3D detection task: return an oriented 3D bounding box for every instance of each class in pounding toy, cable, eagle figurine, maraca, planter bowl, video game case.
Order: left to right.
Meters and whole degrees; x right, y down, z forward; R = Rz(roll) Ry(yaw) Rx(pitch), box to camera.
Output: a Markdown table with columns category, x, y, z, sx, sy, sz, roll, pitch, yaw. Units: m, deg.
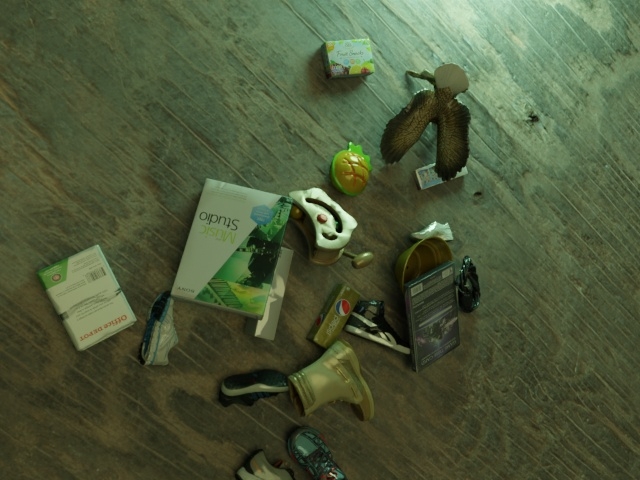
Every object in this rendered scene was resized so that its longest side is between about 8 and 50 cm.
| category | x | y | z | sx | sy | sz | roll | pitch | yaw |
| --- | --- | --- | --- | --- | --- | --- | --- | --- | --- |
| pounding toy | 0.000 | 0.000 | 1.776 | 0.269 | 0.155 | 0.154 | 44 | 51 | 17 |
| maraca | 0.089 | -0.200 | 1.859 | 0.127 | 0.099 | 0.185 | 51 | 45 | -18 |
| planter bowl | 0.279 | 0.086 | 1.907 | 0.217 | 0.090 | 0.217 | -12 | 109 | -38 |
| video game case | 0.324 | 0.218 | 1.902 | 0.196 | 0.026 | 0.274 | -24 | 116 | -35 |
| eagle figurine | 0.331 | -0.346 | 1.920 | 0.225 | 0.226 | 0.298 | 35 | 68 | -38 |
| cable | 0.440 | 0.133 | 1.983 | 0.184 | 0.047 | 0.150 | 51 | 41 | -49 |

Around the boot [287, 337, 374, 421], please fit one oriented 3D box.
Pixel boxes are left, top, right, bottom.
| category | x | y | z | sx | sy | sz | roll | pitch | yaw |
| --- | --- | --- | --- | --- | --- | --- | --- | --- | --- |
| boot | 0.029 | 0.418 | 1.773 | 0.203 | 0.095 | 0.262 | -31 | 118 | -24 |

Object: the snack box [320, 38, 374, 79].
| category | x | y | z | sx | sy | sz | roll | pitch | yaw |
| --- | --- | --- | --- | --- | --- | --- | --- | --- | --- |
| snack box | 0.079 | -0.521 | 1.901 | 0.141 | 0.037 | 0.100 | -12 | 90 | -23 |

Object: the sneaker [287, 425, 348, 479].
| category | x | y | z | sx | sy | sz | roll | pitch | yaw |
| --- | --- | --- | --- | --- | --- | --- | --- | --- | --- |
| sneaker | 0.015 | 0.604 | 1.761 | 0.104 | 0.125 | 0.262 | -39 | 102 | -21 |

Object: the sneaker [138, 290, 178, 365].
| category | x | y | z | sx | sy | sz | roll | pitch | yaw |
| --- | --- | --- | --- | --- | --- | --- | --- | --- | --- |
| sneaker | -0.389 | 0.221 | 1.653 | 0.083 | 0.071 | 0.190 | 21 | 79 | -39 |

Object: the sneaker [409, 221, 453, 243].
| category | x | y | z | sx | sy | sz | roll | pitch | yaw |
| --- | --- | --- | --- | --- | --- | --- | --- | --- | --- |
| sneaker | 0.326 | -0.022 | 1.974 | 0.152 | 0.054 | 0.061 | -2 | 79 | -29 |

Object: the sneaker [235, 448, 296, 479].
| category | x | y | z | sx | sy | sz | roll | pitch | yaw |
| --- | --- | --- | --- | --- | --- | --- | --- | --- | --- |
| sneaker | -0.090 | 0.649 | 1.731 | 0.271 | 0.100 | 0.108 | 41 | 68 | -16 |

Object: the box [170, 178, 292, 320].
| category | x | y | z | sx | sy | sz | roll | pitch | yaw |
| --- | --- | --- | --- | --- | --- | --- | --- | --- | --- |
| box | -0.218 | 0.019 | 1.664 | 0.232 | 0.058 | 0.322 | 13 | 72 | 0 |

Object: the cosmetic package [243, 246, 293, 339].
| category | x | y | z | sx | sy | sz | roll | pitch | yaw |
| --- | --- | --- | --- | --- | --- | --- | --- | --- | --- |
| cosmetic package | -0.136 | 0.136 | 1.740 | 0.060 | 0.099 | 0.239 | 16 | 81 | -24 |

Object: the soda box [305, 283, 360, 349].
| category | x | y | z | sx | sy | sz | roll | pitch | yaw |
| --- | --- | --- | --- | --- | --- | --- | --- | --- | --- |
| soda box | 0.036 | 0.211 | 1.829 | 0.061 | 0.058 | 0.181 | 35 | 75 | -18 |

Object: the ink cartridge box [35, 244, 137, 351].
| category | x | y | z | sx | sy | sz | roll | pitch | yaw |
| --- | --- | --- | --- | --- | --- | --- | --- | --- | --- |
| ink cartridge box | -0.553 | 0.136 | 1.568 | 0.153 | 0.087 | 0.208 | -27 | 97 | -22 |

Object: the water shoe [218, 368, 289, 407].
| category | x | y | z | sx | sy | sz | roll | pitch | yaw |
| --- | --- | --- | --- | --- | --- | --- | --- | --- | --- |
| water shoe | -0.173 | 0.389 | 1.735 | 0.203 | 0.073 | 0.080 | 5 | 122 | -32 |

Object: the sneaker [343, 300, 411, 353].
| category | x | y | z | sx | sy | sz | roll | pitch | yaw |
| --- | --- | --- | --- | --- | --- | --- | --- | --- | --- |
| sneaker | 0.181 | 0.237 | 1.877 | 0.217 | 0.079 | 0.121 | 24 | 78 | -19 |

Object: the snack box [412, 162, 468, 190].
| category | x | y | z | sx | sy | sz | roll | pitch | yaw |
| --- | --- | --- | --- | --- | --- | --- | --- | --- | --- |
| snack box | 0.365 | -0.208 | 2.012 | 0.178 | 0.022 | 0.064 | -20 | 96 | -23 |
